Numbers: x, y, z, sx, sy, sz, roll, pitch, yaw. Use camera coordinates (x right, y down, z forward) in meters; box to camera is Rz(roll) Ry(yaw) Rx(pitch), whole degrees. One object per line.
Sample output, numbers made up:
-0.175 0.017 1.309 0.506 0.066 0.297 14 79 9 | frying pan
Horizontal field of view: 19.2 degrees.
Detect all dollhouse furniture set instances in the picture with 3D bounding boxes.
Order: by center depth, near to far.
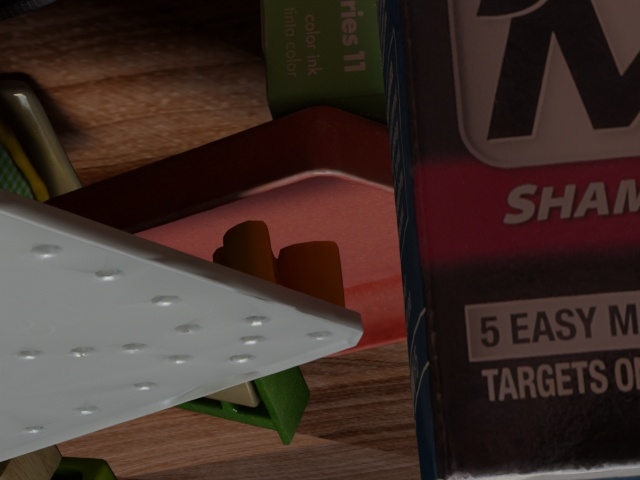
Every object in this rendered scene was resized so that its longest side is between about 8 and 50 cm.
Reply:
-0.144 0.071 1.117 0.151 0.197 0.301 11 146 25 | dollhouse furniture set

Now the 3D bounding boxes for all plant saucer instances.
0.000 0.000 0.952 0.259 0.047 0.258 -17 157 42 | plant saucer

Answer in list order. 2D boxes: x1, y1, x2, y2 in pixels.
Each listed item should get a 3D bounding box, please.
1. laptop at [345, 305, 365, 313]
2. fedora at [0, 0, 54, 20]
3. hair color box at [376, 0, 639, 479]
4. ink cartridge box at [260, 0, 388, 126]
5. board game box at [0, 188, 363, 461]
0.154 -0.017 1.183 0.234 0.264 0.136 -14 125 31 | laptop
-0.198 -0.152 0.653 0.275 0.124 0.244 -2 169 -36 | fedora
0.096 -0.111 0.453 0.174 0.347 0.105 -5 164 2 | hair color box
0.156 -0.098 0.927 0.353 0.119 0.207 -4 164 4 | ink cartridge box
-0.245 0.035 0.813 0.390 0.050 0.390 -19 156 31 | board game box
